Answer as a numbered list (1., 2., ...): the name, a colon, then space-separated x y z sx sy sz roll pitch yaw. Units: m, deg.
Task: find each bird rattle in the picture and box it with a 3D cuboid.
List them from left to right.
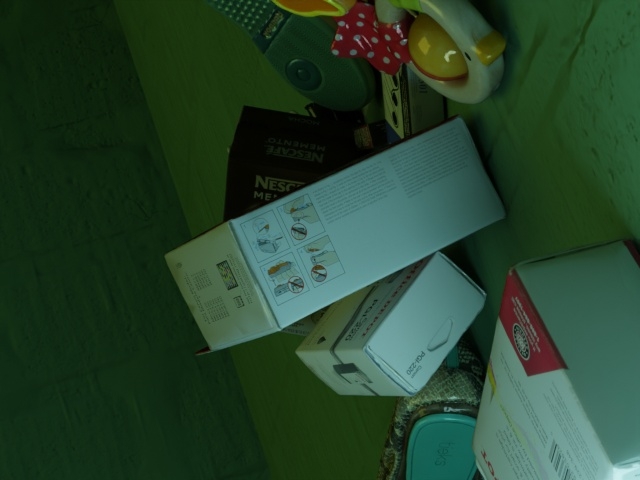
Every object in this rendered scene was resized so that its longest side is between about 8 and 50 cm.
1. bird rattle: 0.101 -0.219 1.619 0.207 0.143 0.253 46 155 12

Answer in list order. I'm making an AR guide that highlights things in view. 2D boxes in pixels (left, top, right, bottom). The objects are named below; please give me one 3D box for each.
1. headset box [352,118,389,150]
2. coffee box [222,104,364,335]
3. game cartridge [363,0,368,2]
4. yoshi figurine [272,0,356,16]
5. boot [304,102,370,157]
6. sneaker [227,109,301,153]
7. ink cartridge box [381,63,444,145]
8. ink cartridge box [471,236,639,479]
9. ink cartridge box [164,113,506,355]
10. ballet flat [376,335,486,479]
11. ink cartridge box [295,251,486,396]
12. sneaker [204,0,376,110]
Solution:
1. headset box: 0.081 -0.135 1.939 0.083 0.062 0.032 176 79 -77
2. coffee box: -0.044 -0.020 2.078 0.119 0.168 0.297 -78 -4 -48
3. game cartridge: 0.038 -0.429 1.832 0.324 0.053 0.285 145 110 -74
4. yoshi figurine: 0.026 -0.405 1.466 0.362 0.203 0.203 -68 -23 -8
5. boot: 0.006 -0.143 2.130 0.099 0.121 0.045 69 164 0
6. sneaker: -0.060 -0.099 2.319 0.366 0.137 0.210 42 160 58
7. ink cartridge box: 0.112 -0.140 1.843 0.097 0.046 0.207 -123 21 -55
8. ink cartridge box: 0.251 0.182 1.434 0.306 0.131 0.226 91 159 -52
9. ink cartridge box: 0.000 0.000 1.739 0.130 0.309 0.272 65 153 -1
10. ballet flat: 0.143 0.297 2.023 0.182 0.164 0.482 -87 3 -45
11. ink cartridge box: 0.082 0.104 1.881 0.092 0.158 0.218 44 161 -15
12. sneaker: -0.018 -0.331 2.058 0.319 0.208 0.127 45 135 -7
